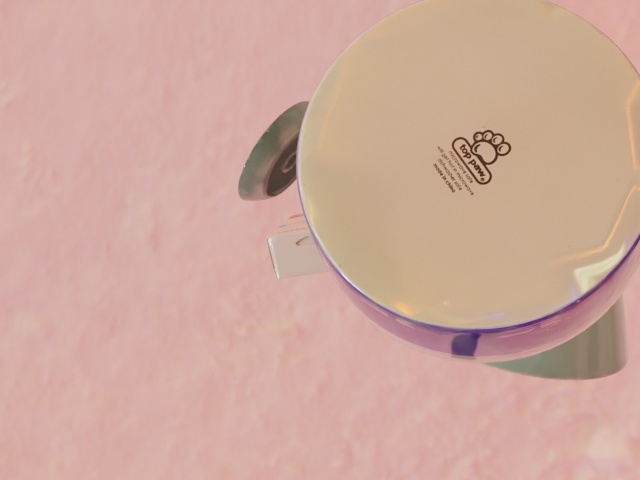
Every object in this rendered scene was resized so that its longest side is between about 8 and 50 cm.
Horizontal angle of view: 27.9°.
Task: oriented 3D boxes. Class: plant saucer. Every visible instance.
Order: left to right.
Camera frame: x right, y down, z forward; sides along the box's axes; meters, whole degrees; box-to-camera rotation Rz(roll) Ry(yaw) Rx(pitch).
[{"bbox_3d":[-0.036,-0.084,1.286,0.021,0.119,0.119,36,115,16],"label":"plant saucer"}]

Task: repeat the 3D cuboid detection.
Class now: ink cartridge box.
[{"bbox_3d":[0.000,0.000,1.758,0.109,0.150,0.063,-9,101,14],"label":"ink cartridge box"}]

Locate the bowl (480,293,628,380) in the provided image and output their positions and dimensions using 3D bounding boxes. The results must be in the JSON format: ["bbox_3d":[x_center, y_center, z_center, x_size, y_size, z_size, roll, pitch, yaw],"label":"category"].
[{"bbox_3d":[0.285,0.056,1.772,0.312,0.311,0.163,6,108,-11],"label":"bowl"}]

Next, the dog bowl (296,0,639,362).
[{"bbox_3d":[0.118,-0.047,0.959,0.265,0.264,0.104,-20,162,4],"label":"dog bowl"}]
